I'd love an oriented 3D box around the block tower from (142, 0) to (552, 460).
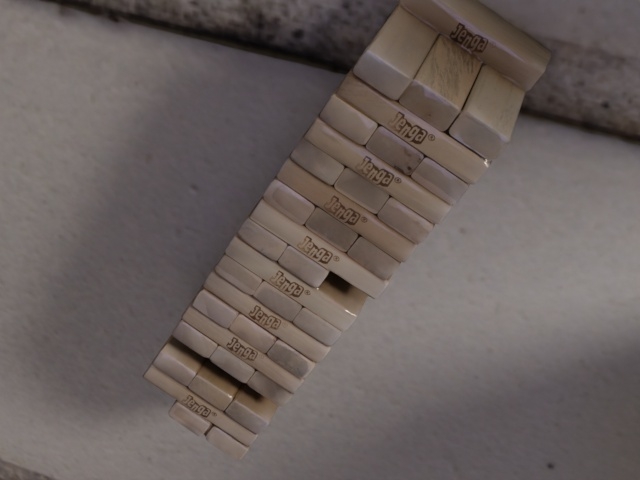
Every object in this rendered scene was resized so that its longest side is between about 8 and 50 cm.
[{"bbox_3d":[0.000,0.000,0.655,0.091,0.097,0.335,34,127,-3],"label":"block tower"}]
